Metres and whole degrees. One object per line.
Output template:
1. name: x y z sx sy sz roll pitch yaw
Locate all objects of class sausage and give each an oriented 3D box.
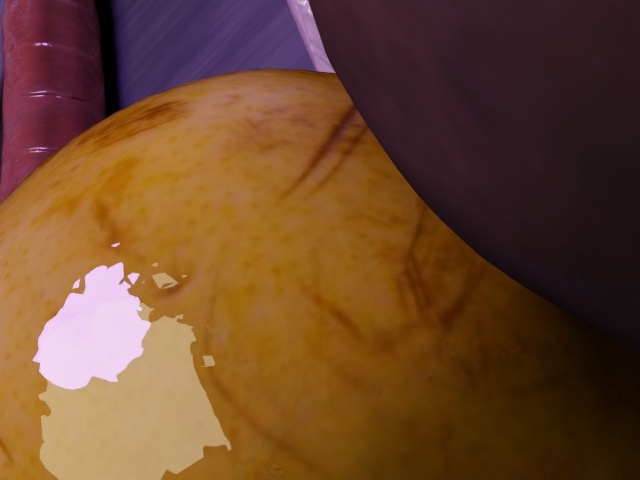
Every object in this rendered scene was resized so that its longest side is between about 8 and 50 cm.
1. sausage: -0.203 -0.092 1.296 0.088 0.088 0.433 -50 32 31

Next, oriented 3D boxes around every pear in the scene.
1. pear: -0.006 0.075 0.577 0.281 0.280 0.281 -42 36 41

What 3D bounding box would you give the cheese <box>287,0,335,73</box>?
1. cheese: 0.053 -0.135 0.758 0.154 0.189 0.198 -26 38 7

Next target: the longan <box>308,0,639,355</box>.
1. longan: 0.137 -0.105 0.423 0.319 0.319 0.319 -42 36 41
